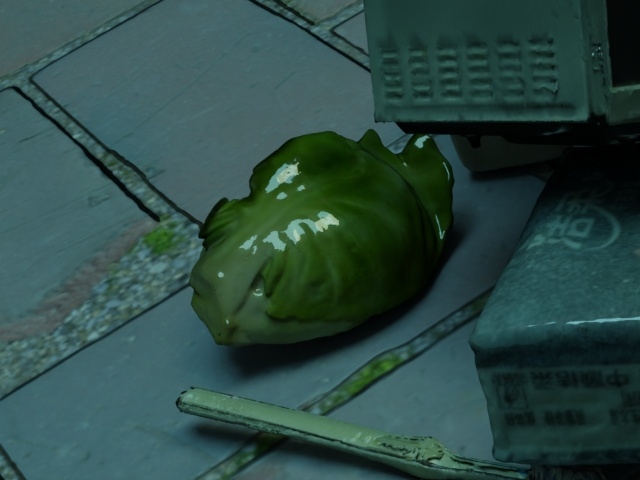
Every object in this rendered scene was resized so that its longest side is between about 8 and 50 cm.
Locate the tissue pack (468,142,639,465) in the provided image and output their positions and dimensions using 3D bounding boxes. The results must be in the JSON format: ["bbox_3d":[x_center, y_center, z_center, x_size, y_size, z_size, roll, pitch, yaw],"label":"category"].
[{"bbox_3d":[0.256,0.019,0.996,0.315,0.103,0.228,-3,26,26],"label":"tissue pack"}]

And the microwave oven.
[{"bbox_3d":[0.200,-0.152,1.094,0.295,0.181,0.237,-11,8,-34],"label":"microwave oven"}]

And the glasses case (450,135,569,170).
[{"bbox_3d":[0.138,-0.199,1.353,0.076,0.144,0.336,-10,36,20],"label":"glasses case"}]

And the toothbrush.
[{"bbox_3d":[0.034,0.115,1.075,0.294,0.028,0.026,6,37,36],"label":"toothbrush"}]

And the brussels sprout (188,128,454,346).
[{"bbox_3d":[-0.001,-0.002,1.206,0.181,0.100,0.139,-24,46,-35],"label":"brussels sprout"}]
